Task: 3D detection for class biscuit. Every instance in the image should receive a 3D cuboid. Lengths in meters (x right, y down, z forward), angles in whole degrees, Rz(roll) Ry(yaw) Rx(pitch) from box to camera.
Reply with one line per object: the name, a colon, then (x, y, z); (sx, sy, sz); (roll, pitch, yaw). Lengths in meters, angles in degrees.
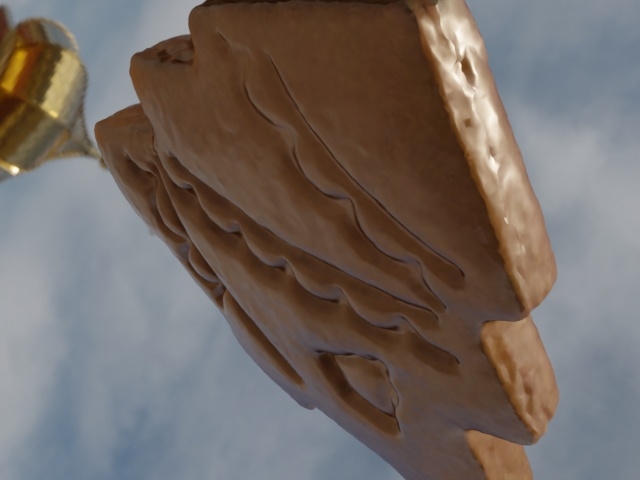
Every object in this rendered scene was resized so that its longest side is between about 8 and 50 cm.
biscuit: (0.000, 0.000, 0.433); (0.284, 0.306, 0.043); (43, -116, 13)
